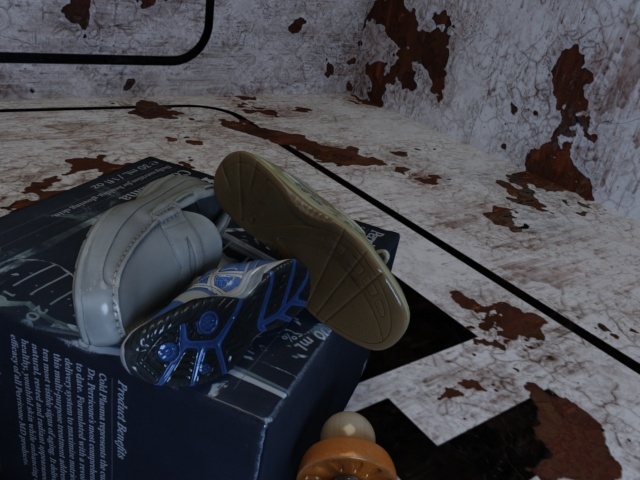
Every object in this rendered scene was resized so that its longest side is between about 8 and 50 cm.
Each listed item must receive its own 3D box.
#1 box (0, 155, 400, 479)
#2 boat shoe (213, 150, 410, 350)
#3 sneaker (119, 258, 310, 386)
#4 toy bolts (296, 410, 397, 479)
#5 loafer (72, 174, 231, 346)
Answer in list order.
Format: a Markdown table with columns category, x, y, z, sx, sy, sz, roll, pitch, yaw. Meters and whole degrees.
| category | x | y | z | sx | sy | sz | roll | pitch | yaw |
| --- | --- | --- | --- | --- | --- | --- | --- | --- | --- |
| box | -0.195 | 0.127 | 0.820 | 0.472 | 0.297 | 0.480 | 19 | 28 | 14 |
| boat shoe | 0.000 | 0.000 | 0.664 | 0.285 | 0.104 | 0.089 | 48 | 24 | 14 |
| sneaker | -0.104 | 0.075 | 0.567 | 0.081 | 0.080 | 0.211 | 7 | 21 | 40 |
| toy bolts | 0.068 | 0.306 | 0.622 | 0.218 | 0.228 | 0.158 | 13 | 36 | -4 |
| loafer | -0.164 | 0.003 | 0.625 | 0.112 | 0.112 | 0.319 | 2 | 27 | 3 |
